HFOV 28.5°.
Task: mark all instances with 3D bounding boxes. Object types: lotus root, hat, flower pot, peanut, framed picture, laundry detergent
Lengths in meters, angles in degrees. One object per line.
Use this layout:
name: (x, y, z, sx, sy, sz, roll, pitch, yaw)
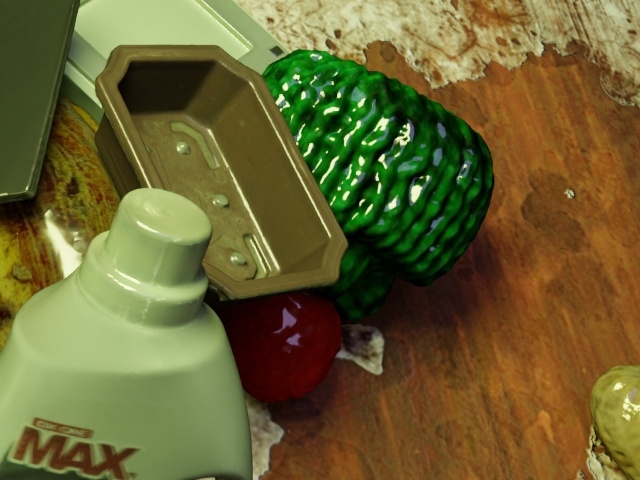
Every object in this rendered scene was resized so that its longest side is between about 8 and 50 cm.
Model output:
lotus root: (-0.227, 0.013, 1.113, 0.196, 0.179, 0.397, 14, 46, -55)
hat: (0.000, 0.000, 1.234, 0.274, 0.242, 0.332, 30, 83, -27)
flower pot: (-0.099, -0.044, 1.067, 0.179, 0.084, 0.250, -8, 64, -44)
peanut: (0.366, 0.227, 1.306, 0.095, 0.108, 0.226, -22, 73, -39)
framed picture: (-0.375, -0.119, 1.108, 0.339, 0.014, 0.255, -8, 55, 17)
laundry detergent: (-0.154, 0.147, 0.933, 0.264, 0.397, 0.124, 17, 27, -13)

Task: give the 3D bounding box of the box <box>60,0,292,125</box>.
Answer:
box: (-0.182, -0.182, 1.302, 0.225, 0.117, 0.225, 43, 53, 5)
